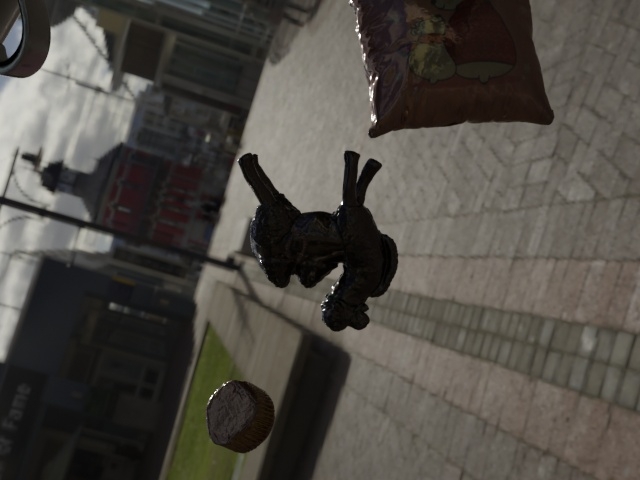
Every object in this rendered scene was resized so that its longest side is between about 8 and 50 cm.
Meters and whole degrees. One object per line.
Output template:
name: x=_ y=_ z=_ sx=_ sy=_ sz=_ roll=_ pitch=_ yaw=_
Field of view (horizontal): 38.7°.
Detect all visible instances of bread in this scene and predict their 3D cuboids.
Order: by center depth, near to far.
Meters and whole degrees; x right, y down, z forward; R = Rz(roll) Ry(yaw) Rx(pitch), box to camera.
bread: x=-0.092 y=0.209 z=1.073 sx=0.085 sy=0.053 sz=0.085 roll=-18 pitch=55 yaw=28

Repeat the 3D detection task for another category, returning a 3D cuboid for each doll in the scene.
doll: x=0.000 y=0.000 z=0.821 sx=0.057 sy=0.139 sz=0.165 roll=-15 pitch=-78 yaw=-89

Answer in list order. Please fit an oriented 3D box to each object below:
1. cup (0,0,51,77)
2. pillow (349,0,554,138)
cup: x=-0.312 y=-0.260 z=0.838 sx=0.202 sy=0.221 sz=0.167 roll=-48 pitch=10 yaw=21
pillow: x=0.152 y=-0.230 z=1.080 sx=0.084 sy=0.236 sz=0.223 roll=106 pitch=155 yaw=-75
